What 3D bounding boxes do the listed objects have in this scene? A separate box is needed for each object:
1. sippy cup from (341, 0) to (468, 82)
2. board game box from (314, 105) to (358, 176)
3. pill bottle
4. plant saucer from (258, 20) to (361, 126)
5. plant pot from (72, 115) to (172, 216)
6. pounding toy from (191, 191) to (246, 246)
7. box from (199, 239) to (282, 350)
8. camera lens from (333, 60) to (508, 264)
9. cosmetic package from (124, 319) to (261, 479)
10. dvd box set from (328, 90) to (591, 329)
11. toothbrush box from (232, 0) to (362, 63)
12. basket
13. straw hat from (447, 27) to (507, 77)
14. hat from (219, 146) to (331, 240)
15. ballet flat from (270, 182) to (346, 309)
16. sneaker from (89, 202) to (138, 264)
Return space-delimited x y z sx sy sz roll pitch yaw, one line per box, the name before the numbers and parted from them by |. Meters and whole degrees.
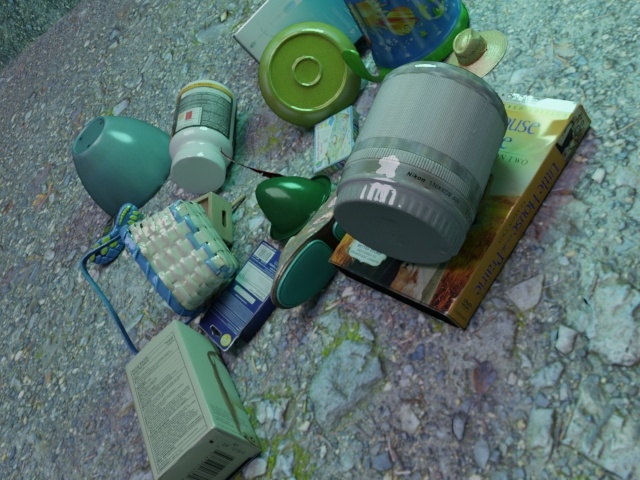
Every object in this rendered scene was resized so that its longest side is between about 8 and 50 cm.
sippy cup | 0.165 -0.509 1.537 0.240 0.224 0.305 -18 49 32
board game box | 0.035 -0.217 1.572 0.103 0.026 0.154 -23 46 27
pill bottle | -0.297 -0.263 1.805 0.162 0.162 0.278 -24 45 26
plant saucer | -0.027 -0.380 1.623 0.241 0.241 0.037 -42 -2 8
plant pot | -0.578 -0.238 2.012 0.290 0.195 0.290 -23 46 26
pounding toy | -0.252 -0.045 1.655 0.130 0.100 0.141 -22 57 29
box | -0.145 0.115 1.458 0.225 0.036 0.136 -51 39 -6
camera lens | 0.161 -0.127 1.137 0.219 0.219 0.274 4 63 44
cosmetic package | -0.243 0.307 1.320 0.153 0.129 0.296 -43 40 8
dvd box set | 0.234 -0.079 1.254 0.308 0.062 0.420 25 77 49
toothbrush box | -0.033 -0.516 1.709 0.295 0.216 0.126 -46 16 3
basket | -0.332 0.072 1.499 0.289 0.201 0.254 -33 84 1
straw hat | 0.301 -0.391 1.446 0.145 0.061 0.144 -25 45 27
hat | -0.111 -0.118 1.478 0.208 0.183 0.173 -24 35 42
ballet flat | 0.000 0.000 1.380 0.316 0.107 0.106 -48 34 -15
sneaker | -0.555 -0.016 1.926 0.188 0.067 0.078 -60 20 -12
